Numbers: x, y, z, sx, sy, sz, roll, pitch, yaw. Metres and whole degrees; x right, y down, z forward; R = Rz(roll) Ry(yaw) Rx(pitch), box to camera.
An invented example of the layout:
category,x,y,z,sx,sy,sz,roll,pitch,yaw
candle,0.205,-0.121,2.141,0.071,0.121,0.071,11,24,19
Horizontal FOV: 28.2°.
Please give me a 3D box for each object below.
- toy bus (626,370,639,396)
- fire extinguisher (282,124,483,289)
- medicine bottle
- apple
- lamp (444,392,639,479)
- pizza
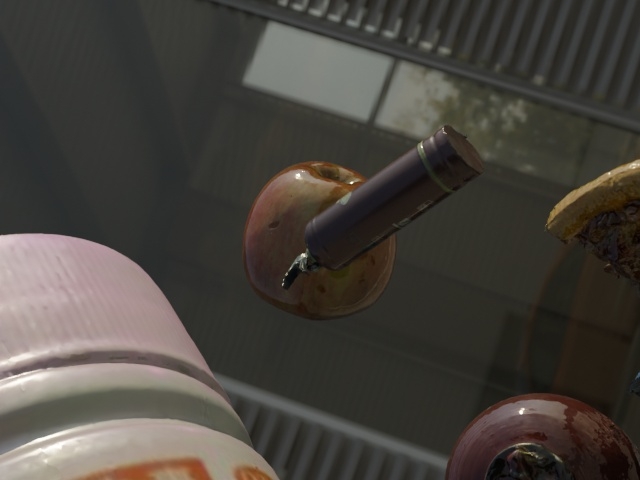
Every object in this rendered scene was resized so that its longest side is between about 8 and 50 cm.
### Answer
category,x,y,z,sx,sy,sz,roll,pitch,yaw
toy bus,0.392,0.149,1.182,0.106,0.184,0.090,-57,-6,-14
fire extinguisher,0.039,-0.021,0.887,0.158,0.043,0.064,-34,15,23
medicine bottle,-0.085,0.169,0.476,0.202,0.316,0.202,-22,-39,-19
apple,0.000,0.000,1.526,0.188,0.188,0.174,-42,-32,-69
lamp,0.198,0.226,1.116,0.258,0.180,0.180,31,-103,-67
pizza,0.322,0.010,1.263,0.154,0.194,0.069,-30,30,25
